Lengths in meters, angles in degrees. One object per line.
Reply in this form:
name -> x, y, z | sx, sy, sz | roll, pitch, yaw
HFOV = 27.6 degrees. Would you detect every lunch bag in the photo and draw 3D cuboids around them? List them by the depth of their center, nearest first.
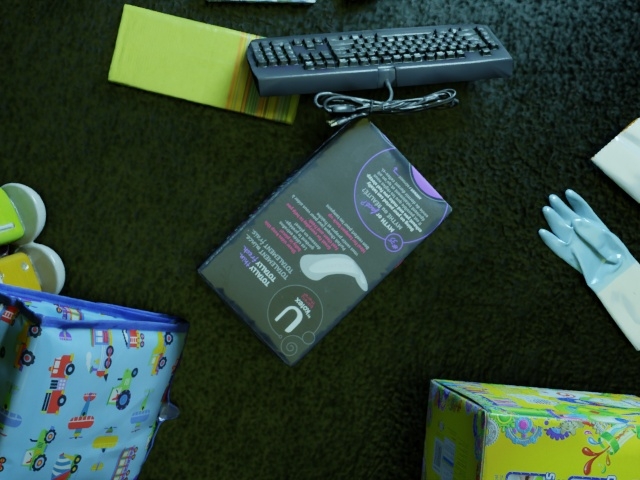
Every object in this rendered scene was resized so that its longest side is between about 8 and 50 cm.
lunch bag -> -0.270, 0.184, 1.498 | 0.293, 0.138, 0.221 | 13, 97, -48

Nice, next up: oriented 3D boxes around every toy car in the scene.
toy car -> -0.402, 0.021, 1.534 | 0.136, 0.159, 0.182 | -15, 94, 30

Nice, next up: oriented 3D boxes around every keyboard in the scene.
keyboard -> 0.076, -0.206, 1.560 | 0.317, 0.201, 0.033 | -7, 130, -11

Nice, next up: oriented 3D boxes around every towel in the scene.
towel -> -0.138, -0.217, 1.616 | 0.237, 0.021, 0.102 | 13, 83, -7

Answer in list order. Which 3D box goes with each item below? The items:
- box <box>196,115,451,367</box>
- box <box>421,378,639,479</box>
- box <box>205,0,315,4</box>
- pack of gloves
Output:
box -> 0.000, 0.000, 1.571 | 0.270, 0.143, 0.165 | -44, 94, -5
box -> 0.286, 0.275, 1.539 | 0.279, 0.290, 0.177 | 5, 90, -7
box -> -0.075, -0.342, 1.617 | 0.137, 0.027, 0.094 | 1, 92, -8
pack of gloves -> 0.409, -0.008, 1.687 | 0.195, 0.046, 0.232 | -41, 92, 6
